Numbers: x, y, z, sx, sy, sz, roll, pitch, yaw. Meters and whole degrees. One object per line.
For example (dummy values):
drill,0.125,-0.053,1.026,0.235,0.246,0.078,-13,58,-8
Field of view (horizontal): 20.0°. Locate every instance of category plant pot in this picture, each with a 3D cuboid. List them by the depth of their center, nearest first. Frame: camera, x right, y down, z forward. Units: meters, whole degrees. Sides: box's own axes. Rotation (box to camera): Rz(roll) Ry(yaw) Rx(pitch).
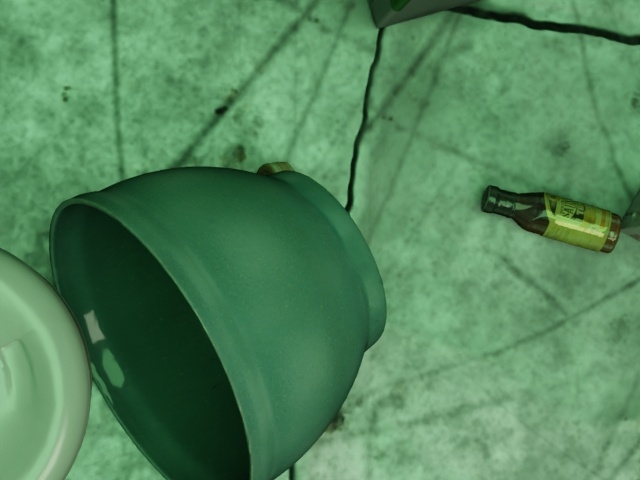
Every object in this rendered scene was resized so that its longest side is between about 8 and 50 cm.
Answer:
plant pot,-0.070,0.056,1.540,0.196,0.293,0.293,-29,92,-27

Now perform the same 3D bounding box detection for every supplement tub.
supplement tub,-0.305,0.117,1.464,0.241,0.331,0.241,0,87,-7

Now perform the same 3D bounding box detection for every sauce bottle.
sauce bottle,0.213,-0.022,1.679,0.128,0.042,0.042,15,86,-8

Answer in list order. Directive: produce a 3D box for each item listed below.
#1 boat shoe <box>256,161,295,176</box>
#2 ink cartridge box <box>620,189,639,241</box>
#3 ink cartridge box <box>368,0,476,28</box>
boat shoe,0.000,0.000,1.649,0.059,0.063,0.170,-28,91,-31
ink cartridge box,0.356,-0.004,1.667,0.135,0.099,0.056,29,85,-6
ink cartridge box,0.077,-0.353,1.590,0.122,0.211,0.289,-17,90,-7
